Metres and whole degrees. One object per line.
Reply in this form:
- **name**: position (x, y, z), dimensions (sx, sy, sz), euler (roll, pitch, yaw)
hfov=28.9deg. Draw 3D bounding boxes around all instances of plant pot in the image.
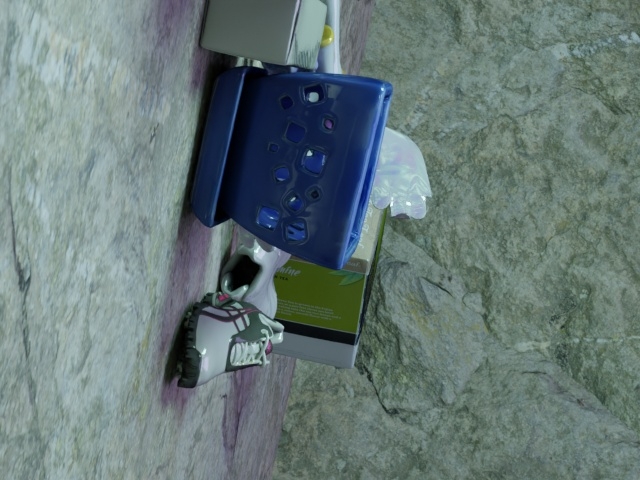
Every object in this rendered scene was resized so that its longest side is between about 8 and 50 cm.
- **plant pot**: position (-0.037, -0.108, 1.587), dimensions (0.236, 0.212, 0.236), euler (-47, 150, -81)

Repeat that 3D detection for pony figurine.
- **pony figurine**: position (0.005, -0.189, 1.861), dimensions (0.363, 0.303, 0.351), euler (75, 13, -44)

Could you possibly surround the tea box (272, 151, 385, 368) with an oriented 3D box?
- **tea box**: position (0.000, 0.000, 2.279), dimensions (0.323, 0.220, 0.329), euler (98, 6, -47)

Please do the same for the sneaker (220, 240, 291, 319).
- **sneaker**: position (-0.123, 0.074, 1.941), dimensions (0.115, 0.090, 0.232), euler (-36, 148, -48)

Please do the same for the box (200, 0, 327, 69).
- **box**: position (-0.064, -0.267, 1.533), dimensions (0.275, 0.113, 0.094), euler (-42, 144, -80)

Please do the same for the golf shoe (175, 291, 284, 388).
- **golf shoe**: position (-0.126, 0.137, 1.728), dimensions (0.273, 0.120, 0.105), euler (-57, 159, -74)
